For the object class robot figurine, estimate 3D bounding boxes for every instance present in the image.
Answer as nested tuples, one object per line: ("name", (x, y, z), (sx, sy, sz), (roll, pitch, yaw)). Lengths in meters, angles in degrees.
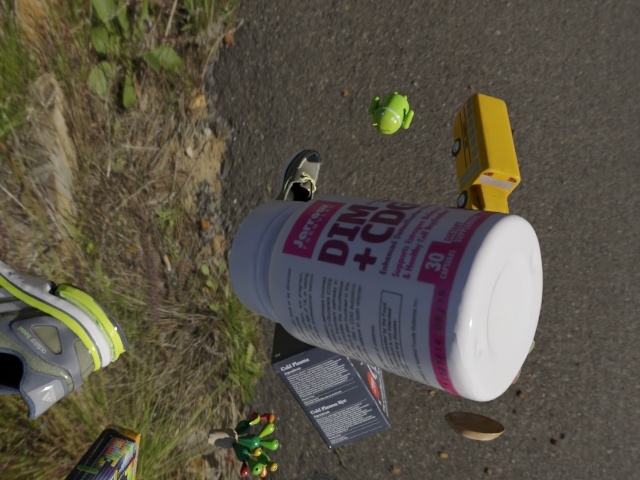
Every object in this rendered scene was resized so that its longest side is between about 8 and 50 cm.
("robot figurine", (0.163, -0.294, 1.283), (0.101, 0.067, 0.115), (26, 58, 9))

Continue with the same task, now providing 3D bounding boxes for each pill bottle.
("pill bottle", (0.051, 0.039, 0.546), (0.160, 0.283, 0.161), (-13, 107, -48))

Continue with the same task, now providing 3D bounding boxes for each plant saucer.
("plant saucer", (0.216, 0.263, 0.779), (0.083, 0.083, 0.015), (6, 92, -10))

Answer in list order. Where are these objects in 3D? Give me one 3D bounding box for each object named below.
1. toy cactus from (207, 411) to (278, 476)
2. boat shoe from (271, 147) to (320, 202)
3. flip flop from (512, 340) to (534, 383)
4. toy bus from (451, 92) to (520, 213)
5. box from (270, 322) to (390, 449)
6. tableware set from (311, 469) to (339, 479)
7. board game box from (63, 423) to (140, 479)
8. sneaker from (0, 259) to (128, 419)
("toy cactus", (-0.200, 0.519, 1.425), (0.180, 0.219, 0.112), (11, 119, -11))
("boat shoe", (-0.062, -0.127, 1.486), (0.109, 0.091, 0.305), (46, 57, -35))
("flip flop", (0.575, 0.386, 1.674), (0.277, 0.112, 0.080), (-25, 51, -33))
("toy bus", (0.404, -0.196, 1.355), (0.108, 0.130, 0.333), (13, 53, -12))
("box", (0.029, 0.297, 1.462), (0.178, 0.343, 0.313), (-25, 115, 12))
("tableware set", (0.057, 0.513, 1.077), (0.168, 0.020, 0.141), (6, 116, 25))
("board game box", (-0.278, 0.337, 0.671), (0.048, 0.141, 0.170), (16, 115, 4))
("sneaker", (-0.357, 0.085, 0.568), (0.299, 0.111, 0.121), (13, 37, 16))
